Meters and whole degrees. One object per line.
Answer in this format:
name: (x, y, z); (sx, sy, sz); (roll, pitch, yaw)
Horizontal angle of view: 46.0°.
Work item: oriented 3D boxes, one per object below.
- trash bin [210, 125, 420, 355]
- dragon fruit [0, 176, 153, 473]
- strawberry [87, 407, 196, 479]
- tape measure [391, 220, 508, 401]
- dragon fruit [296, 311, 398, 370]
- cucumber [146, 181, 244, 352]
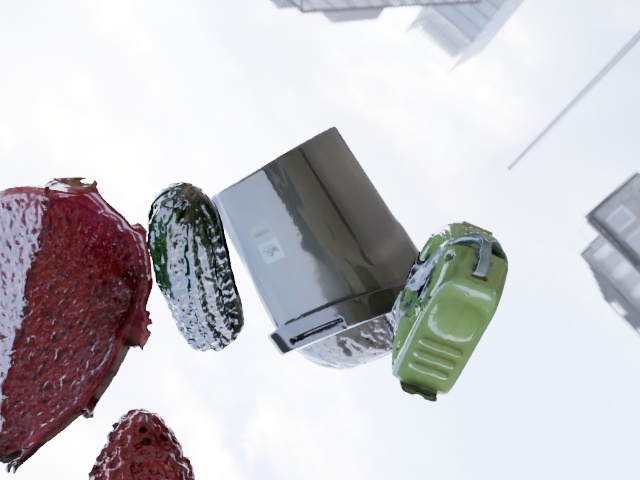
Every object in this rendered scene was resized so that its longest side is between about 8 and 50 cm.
trash bin: (0.000, 0.000, 1.009); (0.250, 0.220, 0.219); (60, -148, -5)
dragon fruit: (-0.251, 0.061, 0.704); (0.126, 0.274, 0.161); (23, -165, 32)
strawberry: (-0.234, 0.345, 1.066); (0.190, 0.111, 0.236); (18, -126, -40)
tape measure: (0.136, 0.055, 0.805); (0.088, 0.177, 0.154); (24, -156, -5)
dragon fruit: (0.015, 0.121, 1.304); (0.283, 0.204, 0.221); (43, -155, -73)
cucumber: (-0.122, 0.030, 0.720); (0.077, 0.265, 0.077); (-2, -125, 3)
